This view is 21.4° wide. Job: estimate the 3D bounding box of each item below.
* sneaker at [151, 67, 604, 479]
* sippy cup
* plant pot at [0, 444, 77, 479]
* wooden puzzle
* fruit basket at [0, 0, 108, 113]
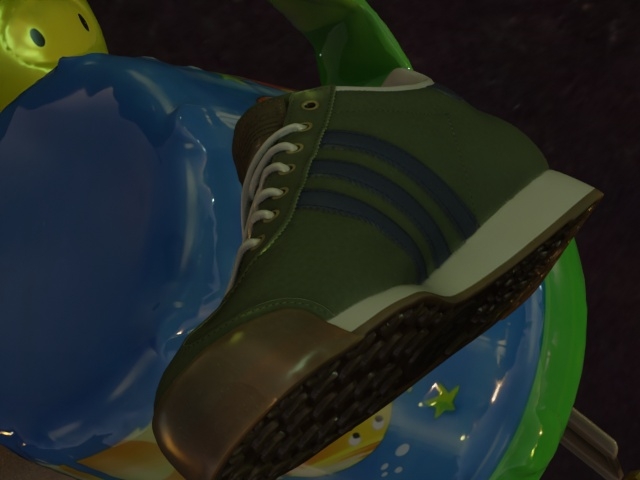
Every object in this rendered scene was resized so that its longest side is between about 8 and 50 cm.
[{"bbox_3d":[0.000,0.000,0.472,0.086,0.192,0.064,42,127,15],"label":"sneaker"},{"bbox_3d":[-0.039,0.027,0.747,0.240,0.224,0.305,-46,52,21],"label":"sippy cup"},{"bbox_3d":[-0.200,0.107,1.033,0.254,0.237,0.237,-36,90,21],"label":"plant pot"},{"bbox_3d":[0.142,0.105,0.945,0.116,0.078,0.014,39,80,15],"label":"wooden puzzle"},{"bbox_3d":[-0.290,-0.166,1.202,0.392,0.392,0.283,4,113,21],"label":"fruit basket"}]
